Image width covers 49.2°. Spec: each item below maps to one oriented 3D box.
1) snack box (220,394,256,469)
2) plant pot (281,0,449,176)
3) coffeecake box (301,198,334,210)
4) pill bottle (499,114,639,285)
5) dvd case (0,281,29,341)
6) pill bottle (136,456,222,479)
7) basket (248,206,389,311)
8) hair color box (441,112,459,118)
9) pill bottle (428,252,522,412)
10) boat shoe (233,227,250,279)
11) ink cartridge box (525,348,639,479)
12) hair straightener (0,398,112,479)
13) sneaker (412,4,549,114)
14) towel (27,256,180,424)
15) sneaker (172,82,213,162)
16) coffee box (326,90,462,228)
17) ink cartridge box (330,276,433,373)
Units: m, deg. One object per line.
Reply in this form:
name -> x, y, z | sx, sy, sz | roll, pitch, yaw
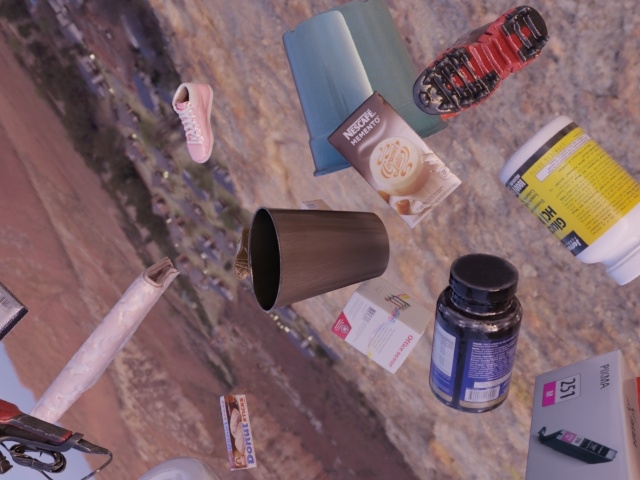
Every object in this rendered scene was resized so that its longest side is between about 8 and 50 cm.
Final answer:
snack box -> -0.201, 0.467, 1.708 | 0.022, 0.064, 0.178 | -36, 57, 42
plant pot -> 0.083, -0.363, 1.632 | 0.341, 0.341, 0.334 | -2, 111, 67
coffeecake box -> 0.000, 0.000, 1.947 | 0.142, 0.068, 0.185 | 45, 138, 49
pill bottle -> 0.540, -0.077, 1.415 | 0.334, 0.188, 0.188 | 49, 162, 13
dvd case -> -0.595, 0.143, 1.082 | 0.179, 0.238, 0.029 | 37, 167, 21
pill bottle -> -0.131, 0.402, 0.868 | 0.146, 0.146, 0.264 | 20, 147, 55
basket -> 0.000, 0.020, 1.288 | 0.154, 0.227, 0.204 | 52, 143, 47
hair color box -> 0.339, -0.385, 2.010 | 0.072, 0.141, 0.043 | 44, 135, 28
pill bottle -> 0.226, 0.135, 1.019 | 0.123, 0.123, 0.219 | 32, 133, 41
boat shoe -> -0.192, 0.036, 1.779 | 0.050, 0.135, 0.045 | 15, 165, -9
ink cartridge box -> 0.379, 0.228, 0.857 | 0.239, 0.275, 0.060 | -28, 102, 29
hair straightener -> -0.376, 0.253, 0.882 | 0.231, 0.089, 0.047 | 17, -163, -1
sneaker -> 0.240, -0.276, 1.126 | 0.097, 0.276, 0.135 | 57, 157, -10
towel -> -0.387, 0.183, 1.289 | 0.053, 0.331, 0.317 | 38, -179, -5
sneaker -> -0.215, -0.197, 1.158 | 0.051, 0.070, 0.134 | 5, 95, 29
coffee box -> 0.145, -0.163, 1.404 | 0.246, 0.141, 0.098 | 45, -170, -6
ink cartridge box -> 0.142, 0.185, 1.585 | 0.176, 0.127, 0.128 | 35, 118, 9
